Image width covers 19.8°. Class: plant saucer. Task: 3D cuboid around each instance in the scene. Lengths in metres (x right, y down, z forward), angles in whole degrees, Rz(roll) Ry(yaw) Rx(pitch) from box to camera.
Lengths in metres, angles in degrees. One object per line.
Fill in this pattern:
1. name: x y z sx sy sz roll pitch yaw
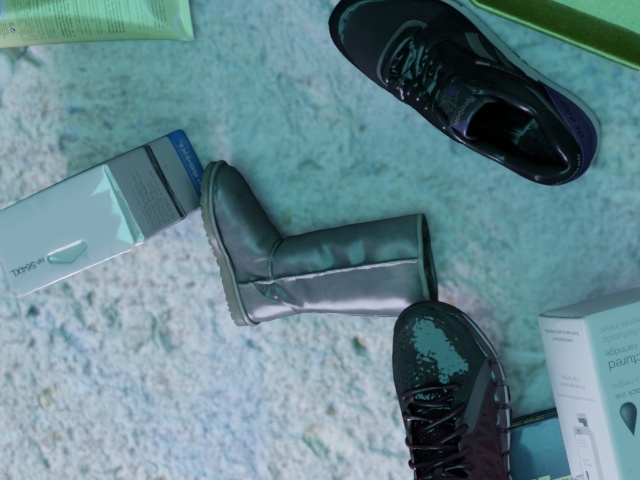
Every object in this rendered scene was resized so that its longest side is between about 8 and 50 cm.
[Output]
1. plant saucer: 0.254 -0.271 1.666 0.188 0.045 0.188 23 107 11

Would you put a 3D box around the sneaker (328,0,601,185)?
1. sneaker: 0.128 -0.147 1.688 0.283 0.124 0.107 31 108 9

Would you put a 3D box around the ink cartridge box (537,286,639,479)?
1. ink cartridge box: 0.335 0.179 1.645 0.207 0.117 0.283 -14 93 -15

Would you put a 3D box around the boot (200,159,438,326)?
1. boot: 0.000 -0.002 1.784 0.208 0.076 0.190 -7 114 25

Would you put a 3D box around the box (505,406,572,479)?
1. box: 0.246 0.252 1.771 0.232 0.059 0.183 -17 94 19

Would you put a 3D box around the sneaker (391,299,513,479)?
1. sneaker: 0.119 0.199 1.684 0.106 0.162 0.281 -16 92 19

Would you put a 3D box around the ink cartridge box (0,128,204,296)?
1. ink cartridge box: -0.210 -0.029 1.772 0.148 0.203 0.086 -23 94 19

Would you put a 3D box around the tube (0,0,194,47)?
1. tube: -0.245 -0.230 1.822 0.240 0.062 0.070 -6 143 13
